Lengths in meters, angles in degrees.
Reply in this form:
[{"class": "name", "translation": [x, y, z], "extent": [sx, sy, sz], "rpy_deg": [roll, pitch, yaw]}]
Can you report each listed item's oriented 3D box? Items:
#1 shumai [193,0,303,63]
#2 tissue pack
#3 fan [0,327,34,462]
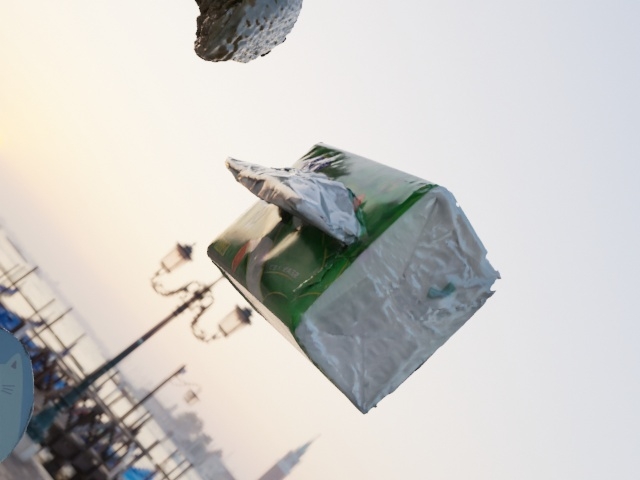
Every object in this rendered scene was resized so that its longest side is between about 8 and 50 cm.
[{"class": "shumai", "translation": [-0.093, -0.262, 0.848], "extent": [0.116, 0.145, 0.145], "rpy_deg": [48, -17, 6]}, {"class": "tissue pack", "translation": [0.001, -0.001, 0.610], "extent": [0.156, 0.148, 0.209], "rpy_deg": [53, -10, -26]}, {"class": "fan", "translation": [-0.247, 0.146, 0.544], "extent": [0.005, 0.175, 0.113], "rpy_deg": [6, -5, 26]}]
